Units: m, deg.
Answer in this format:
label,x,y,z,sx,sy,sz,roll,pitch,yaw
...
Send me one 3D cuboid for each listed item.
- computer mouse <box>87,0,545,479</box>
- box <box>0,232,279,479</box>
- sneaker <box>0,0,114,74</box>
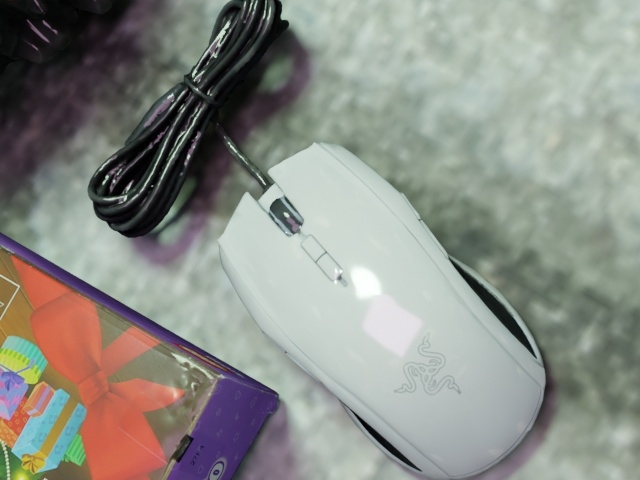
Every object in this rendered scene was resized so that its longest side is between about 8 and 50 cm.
label,x,y,z,sx,sy,sz,roll,pitch,yaw
computer mouse,0.000,0.000,0.454,0.106,0.042,0.193,-46,65,2
box,-0.186,0.076,0.494,0.293,0.057,0.201,26,87,25
sneaker,-0.112,-0.180,0.516,0.135,0.097,0.276,35,87,25
